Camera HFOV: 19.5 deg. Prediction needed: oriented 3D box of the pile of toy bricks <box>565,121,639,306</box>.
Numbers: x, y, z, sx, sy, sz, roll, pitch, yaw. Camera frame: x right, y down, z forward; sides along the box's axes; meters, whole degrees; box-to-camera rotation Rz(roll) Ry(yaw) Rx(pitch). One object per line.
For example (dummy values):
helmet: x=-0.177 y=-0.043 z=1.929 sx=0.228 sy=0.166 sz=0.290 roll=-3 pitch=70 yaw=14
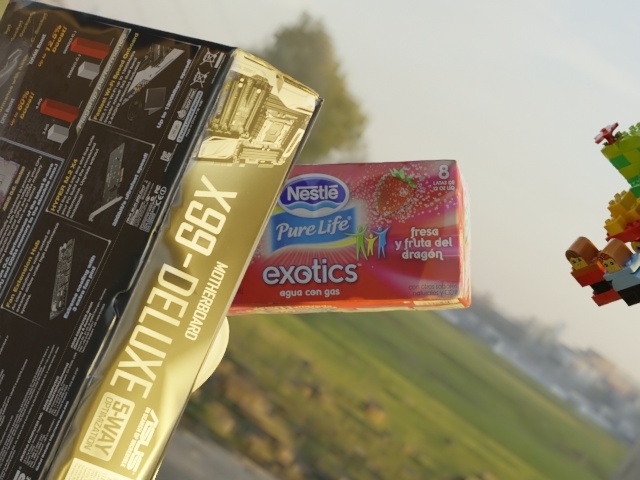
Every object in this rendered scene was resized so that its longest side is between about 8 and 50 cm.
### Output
pile of toy bricks: x=0.229 y=-0.040 z=1.244 sx=0.105 sy=0.118 sz=0.212 roll=48 pitch=-31 yaw=-9

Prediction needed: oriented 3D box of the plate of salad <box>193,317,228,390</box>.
plate of salad: x=-0.197 y=0.117 z=2.025 sx=0.200 sy=0.200 sz=0.048 roll=34 pitch=19 yaw=-45

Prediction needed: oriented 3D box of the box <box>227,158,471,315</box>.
box: x=0.000 y=0.000 z=1.617 sx=0.257 sy=0.123 sz=0.128 roll=-2 pitch=-6 yaw=9

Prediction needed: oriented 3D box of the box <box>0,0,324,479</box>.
box: x=-0.158 y=0.020 z=1.096 sx=0.076 sy=0.307 sz=0.242 roll=28 pitch=-6 yaw=-42
